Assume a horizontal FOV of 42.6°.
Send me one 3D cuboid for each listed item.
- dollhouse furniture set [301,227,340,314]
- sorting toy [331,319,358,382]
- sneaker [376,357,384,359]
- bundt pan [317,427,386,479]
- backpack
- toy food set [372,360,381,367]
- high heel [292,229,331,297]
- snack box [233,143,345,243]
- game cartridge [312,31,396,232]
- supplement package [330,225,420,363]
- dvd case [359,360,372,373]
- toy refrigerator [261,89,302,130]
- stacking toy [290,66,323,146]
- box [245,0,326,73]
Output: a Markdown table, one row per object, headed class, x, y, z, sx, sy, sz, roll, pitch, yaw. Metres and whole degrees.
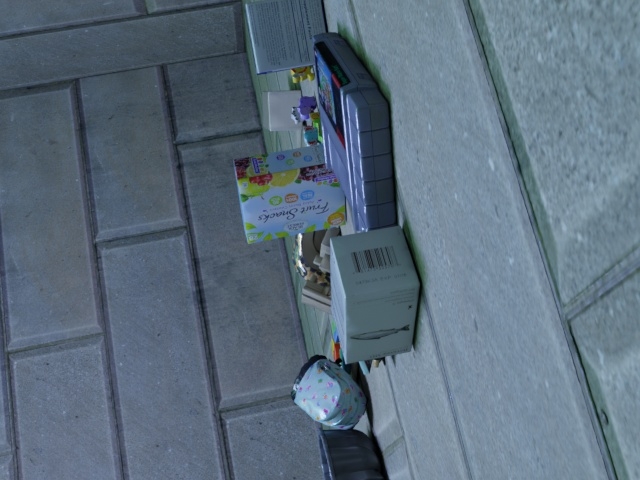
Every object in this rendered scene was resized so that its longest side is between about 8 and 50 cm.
| class | x | y | z | sx | sy | sz | roll | pitch | yaw |
| --- | --- | --- | --- | --- | --- | --- | --- | --- | --- |
| dollhouse furniture set | 0.045 | 0.077 | 1.827 | 0.144 | 0.123 | 0.151 | 97 | -163 | -71 |
| sorting toy | 0.056 | 0.281 | 2.022 | 0.208 | 0.038 | 0.193 | 85 | 172 | -46 |
| sneaker | 0.091 | 0.118 | 1.380 | 0.075 | 0.057 | 0.161 | -56 | -44 | -70 |
| bundt pan | 0.084 | 0.578 | 1.857 | 0.331 | 0.124 | 0.331 | 170 | 90 | -84 |
| backpack | 0.018 | 0.356 | 1.867 | 0.182 | 0.115 | 0.152 | 31 | 99 | 49 |
| toy food set | 0.099 | 0.190 | 1.529 | 0.082 | 0.020 | 0.083 | -118 | 18 | -72 |
| high heel | 0.000 | 0.000 | 1.963 | 0.261 | 0.093 | 0.186 | 61 | 143 | 17 |
| snack box | -0.058 | -0.093 | 1.622 | 0.175 | 0.207 | 0.070 | 87 | 171 | -45 |
| game cartridge | 0.043 | -0.170 | 1.264 | 0.355 | 0.068 | 0.230 | -110 | 7 | -60 |
| supplement package | 0.073 | 0.080 | 1.162 | 0.179 | 0.105 | 0.105 | 87 | 171 | -53 |
| dvd case | 0.077 | 0.160 | 1.427 | 0.119 | 0.013 | 0.087 | -73 | -33 | -53 |
| toy refrigerator | -0.101 | -0.349 | 2.188 | 0.269 | 0.094 | 0.102 | -131 | 38 | -77 |
| stacking toy | -0.024 | -0.257 | 1.786 | 0.167 | 0.052 | 0.221 | 90 | 167 | -62 |
| box | -0.060 | -0.375 | 1.491 | 0.072 | 0.137 | 0.126 | -128 | 28 | -80 |
